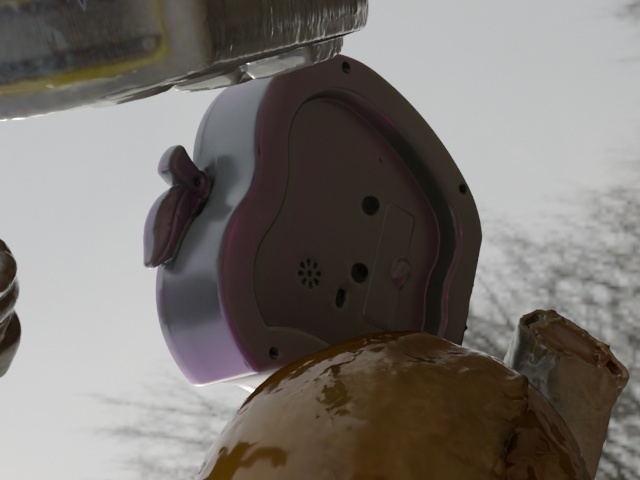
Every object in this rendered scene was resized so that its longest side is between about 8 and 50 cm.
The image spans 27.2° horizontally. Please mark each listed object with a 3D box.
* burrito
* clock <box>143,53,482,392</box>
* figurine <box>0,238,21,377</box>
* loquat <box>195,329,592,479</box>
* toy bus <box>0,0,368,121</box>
[{"bbox_3d":[0.195,0.224,1.287,0.105,0.143,0.299,4,-71,-47],"label":"burrito"},{"bbox_3d":[0.000,0.000,1.209,0.338,0.102,0.338,11,-108,-38],"label":"clock"},{"bbox_3d":[-0.352,0.051,1.110,0.177,0.173,0.247,-43,-9,-14],"label":"figurine"},{"bbox_3d":[0.050,0.228,0.952,0.328,0.328,0.328,3,-93,-63],"label":"loquat"},{"bbox_3d":[-0.042,-0.101,0.429,0.268,0.092,0.106,-46,-55,-74],"label":"toy bus"}]
